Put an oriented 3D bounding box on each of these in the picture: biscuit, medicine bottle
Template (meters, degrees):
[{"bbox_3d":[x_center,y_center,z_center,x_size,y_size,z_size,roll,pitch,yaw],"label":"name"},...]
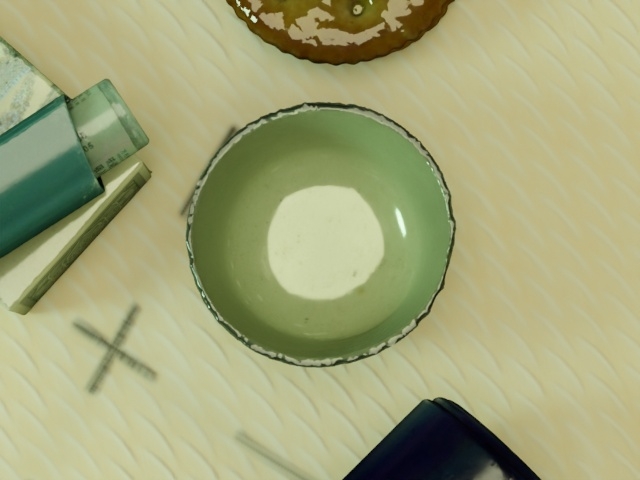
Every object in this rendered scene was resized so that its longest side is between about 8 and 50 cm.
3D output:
[{"bbox_3d":[0.017,-0.253,1.325,0.221,0.066,0.220,0,84,4],"label":"biscuit"},{"bbox_3d":[-0.265,-0.046,1.224,0.258,0.079,0.124,-31,83,-3],"label":"medicine bottle"}]

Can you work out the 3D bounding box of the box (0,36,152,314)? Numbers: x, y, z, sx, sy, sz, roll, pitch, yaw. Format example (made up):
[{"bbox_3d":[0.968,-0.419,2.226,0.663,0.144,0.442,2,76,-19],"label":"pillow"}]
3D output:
[{"bbox_3d":[-0.290,-0.082,1.304,0.256,0.069,0.164,41,85,5],"label":"box"}]

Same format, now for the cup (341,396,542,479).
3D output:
[{"bbox_3d":[0.075,0.283,1.236,0.256,0.255,0.178,-44,47,-7],"label":"cup"}]

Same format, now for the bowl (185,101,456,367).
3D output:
[{"bbox_3d":[0.000,0.000,1.269,0.212,0.112,0.211,0,84,0],"label":"bowl"}]
